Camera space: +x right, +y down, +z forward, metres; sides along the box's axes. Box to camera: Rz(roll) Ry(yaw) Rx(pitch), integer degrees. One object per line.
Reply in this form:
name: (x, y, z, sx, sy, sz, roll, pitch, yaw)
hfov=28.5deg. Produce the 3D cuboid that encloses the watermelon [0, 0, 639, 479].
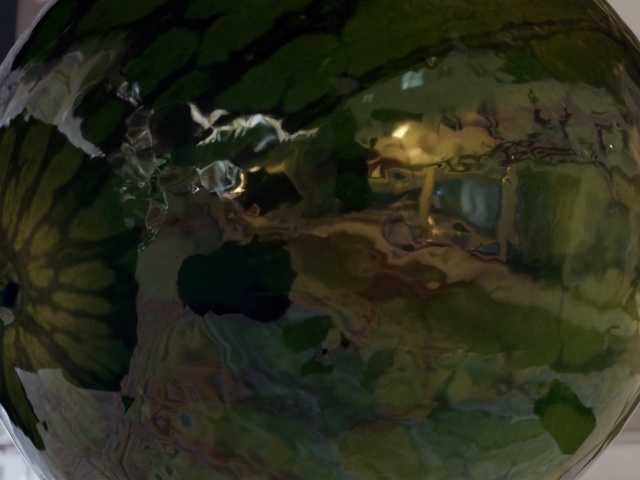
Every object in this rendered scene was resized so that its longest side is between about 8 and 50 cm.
watermelon: (0.000, 0.000, 0.609, 0.363, 0.363, 0.363, 0, -14, 0)
